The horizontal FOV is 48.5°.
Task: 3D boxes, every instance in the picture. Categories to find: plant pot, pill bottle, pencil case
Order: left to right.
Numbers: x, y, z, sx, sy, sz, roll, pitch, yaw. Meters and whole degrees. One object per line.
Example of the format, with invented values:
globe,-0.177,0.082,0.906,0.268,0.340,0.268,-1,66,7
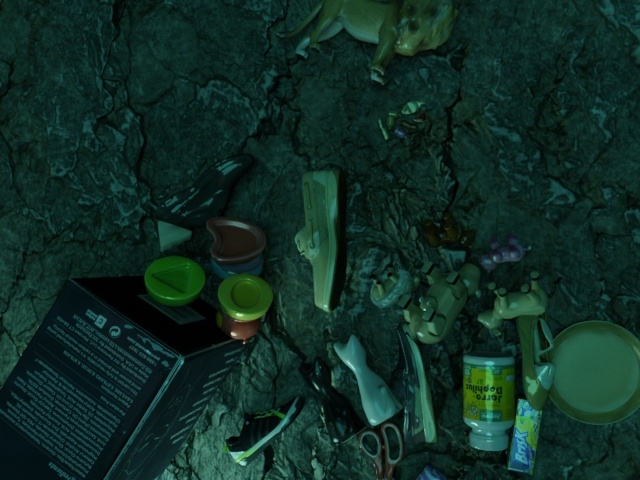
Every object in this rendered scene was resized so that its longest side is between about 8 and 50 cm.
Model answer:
pencil case,0.226,0.620,1.652,0.088,0.086,0.206,42,97,34
pill bottle,0.383,0.363,1.618,0.118,0.117,0.208,1,89,9
plant pot,0.628,0.300,1.624,0.236,0.032,0.236,0,89,8

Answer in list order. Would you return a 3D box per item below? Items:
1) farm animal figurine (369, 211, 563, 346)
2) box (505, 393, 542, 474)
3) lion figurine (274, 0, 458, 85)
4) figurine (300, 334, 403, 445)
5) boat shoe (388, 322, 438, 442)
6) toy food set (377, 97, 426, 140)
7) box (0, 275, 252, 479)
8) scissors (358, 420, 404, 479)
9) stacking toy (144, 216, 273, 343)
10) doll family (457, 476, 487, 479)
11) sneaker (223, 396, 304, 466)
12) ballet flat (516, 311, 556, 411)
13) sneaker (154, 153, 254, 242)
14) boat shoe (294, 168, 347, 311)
farm animal figurine,0.317,0.116,1.588,0.327,0.172,0.330,-40,47,-3
box,0.468,0.445,1.635,0.059,0.054,0.168,9,91,9
lion figurine,0.107,-0.514,1.674,0.392,0.142,0.240,24,85,13
figurine,0.064,0.341,1.654,0.215,0.092,0.209,-39,76,37
boat shoe,0.205,0.337,1.657,0.092,0.103,0.285,-13,93,4
toy food set,0.204,-0.287,1.713,0.122,0.019,0.077,-21,86,0
box,-0.447,0.345,1.570,0.297,0.480,0.471,32,93,10
scissors,0.162,0.583,1.697,0.109,0.021,0.297,-10,86,9
stacking toy,-0.257,0.090,1.642,0.280,0.309,0.130,5,132,-9
doll family,0.347,0.643,1.642,0.111,0.076,0.193,19,89,14
sneaker,-0.144,0.447,1.718,0.235,0.084,0.097,-45,82,6
ballet flat,0.490,0.263,1.594,0.073,0.080,0.232,-23,65,44
sneaker,-0.266,-0.105,1.752,0.286,0.109,0.130,-37,93,13
boat shoe,0.000,0.000,1.694,0.110,0.121,0.341,0,79,14
